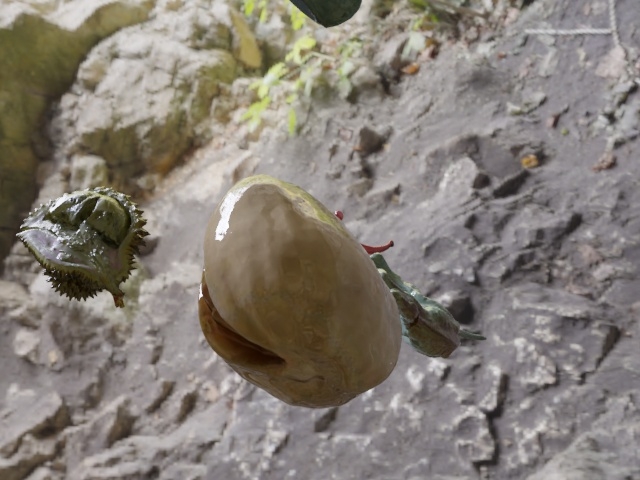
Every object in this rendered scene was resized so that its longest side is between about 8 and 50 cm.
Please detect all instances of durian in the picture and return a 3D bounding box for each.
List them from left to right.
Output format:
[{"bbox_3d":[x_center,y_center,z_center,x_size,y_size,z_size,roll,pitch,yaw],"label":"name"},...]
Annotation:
[{"bbox_3d":[-0.273,0.015,1.037,0.208,0.146,0.102,47,167,39],"label":"durian"}]

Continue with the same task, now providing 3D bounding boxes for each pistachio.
[{"bbox_3d":[-0.031,0.062,1.010,0.230,0.230,0.309,-61,43,31],"label":"pistachio"}]

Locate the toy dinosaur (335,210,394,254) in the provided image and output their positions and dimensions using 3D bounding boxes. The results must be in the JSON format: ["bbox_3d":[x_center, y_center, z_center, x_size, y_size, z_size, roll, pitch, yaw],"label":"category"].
[{"bbox_3d":[-0.007,0.003,1.590,0.139,0.286,0.070,-46,37,31],"label":"toy dinosaur"}]

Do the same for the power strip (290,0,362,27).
[{"bbox_3d":[-0.034,-0.259,0.677,0.044,0.216,0.137,-39,55,-5],"label":"power strip"}]

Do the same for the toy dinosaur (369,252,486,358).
[{"bbox_3d":[0.155,0.120,1.291,0.092,0.393,0.205,-52,47,-2],"label":"toy dinosaur"}]
